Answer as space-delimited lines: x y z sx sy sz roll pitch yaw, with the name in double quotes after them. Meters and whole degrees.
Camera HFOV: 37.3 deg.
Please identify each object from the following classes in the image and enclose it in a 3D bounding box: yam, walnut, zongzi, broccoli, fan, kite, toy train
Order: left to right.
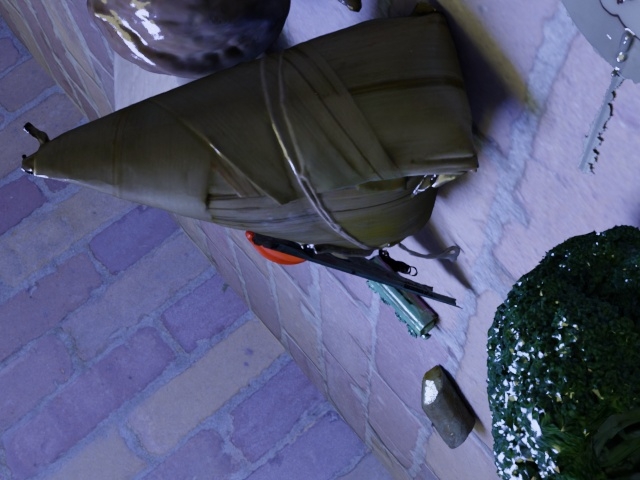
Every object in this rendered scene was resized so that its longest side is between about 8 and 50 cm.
-0.136 -0.266 0.980 0.224 0.224 0.224 48 166 16 "walnut"
-0.049 -0.054 0.995 0.447 0.419 0.181 91 167 -72 "zongzi"
0.000 -0.001 1.243 0.406 0.014 0.368 26 -170 22 "kite"
0.117 0.087 1.431 0.148 0.038 0.071 47 163 22 "toy train"
0.203 0.277 1.565 0.146 0.070 0.070 55 166 -18 "yam"
0.207 -0.126 0.647 0.190 0.009 0.329 47 165 20 "fan"
0.242 0.115 0.720 0.245 0.265 0.294 9 155 30 "broccoli"

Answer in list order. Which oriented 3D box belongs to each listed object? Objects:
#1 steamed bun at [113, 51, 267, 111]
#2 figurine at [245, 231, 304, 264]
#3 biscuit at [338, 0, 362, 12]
-0.159 -0.195 1.268 0.283 0.177 0.282 23 118 55 "steamed bun"
-0.109 -0.081 1.475 0.257 0.181 0.208 28 124 45 "figurine"
-0.039 -0.337 0.857 0.289 0.038 0.141 52 166 -5 "biscuit"
